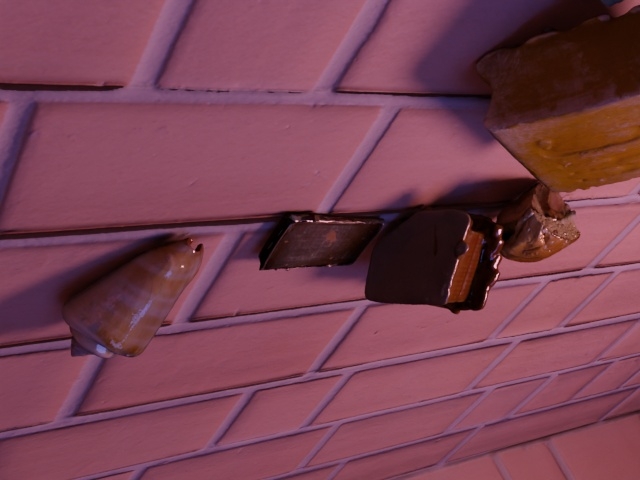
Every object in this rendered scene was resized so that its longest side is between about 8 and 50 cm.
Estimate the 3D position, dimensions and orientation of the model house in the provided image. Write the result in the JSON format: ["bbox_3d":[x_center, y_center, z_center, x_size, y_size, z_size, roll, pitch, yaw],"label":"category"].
[{"bbox_3d":[0.230,0.039,1.874,0.229,0.219,0.200,8,95,-56],"label":"model house"}]

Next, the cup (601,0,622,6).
[{"bbox_3d":[0.433,-0.394,1.382,0.141,0.120,0.120,-30,156,36],"label":"cup"}]

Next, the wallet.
[{"bbox_3d":[0.000,0.000,1.732,0.232,0.031,0.122,-1,138,-45],"label":"wallet"}]

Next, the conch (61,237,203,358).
[{"bbox_3d":[-0.279,0.104,1.548,0.255,0.127,0.158,-35,151,12],"label":"conch"}]

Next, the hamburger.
[{"bbox_3d":[0.397,-0.007,1.883,0.155,0.135,0.208,-44,-179,19],"label":"hamburger"}]

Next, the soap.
[{"bbox_3d":[0.434,-0.208,1.566,0.293,0.156,0.335,-10,160,27],"label":"soap"}]
